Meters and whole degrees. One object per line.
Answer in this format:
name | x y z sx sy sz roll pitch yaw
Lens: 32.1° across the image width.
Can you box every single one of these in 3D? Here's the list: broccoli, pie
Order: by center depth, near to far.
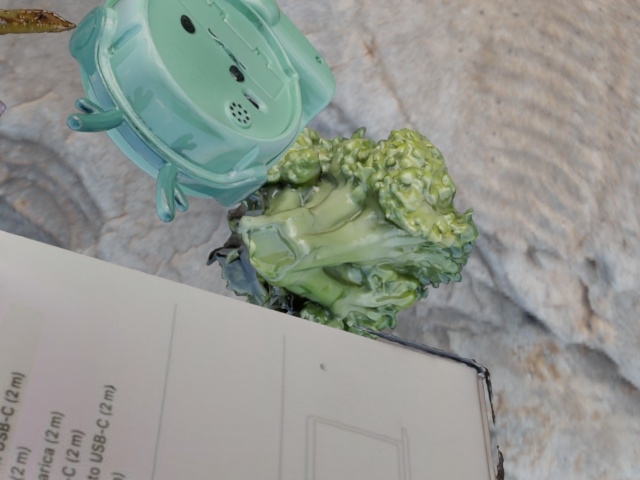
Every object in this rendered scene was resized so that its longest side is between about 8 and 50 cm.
broccoli | 0.008 0.007 1.329 0.347 0.281 0.294 6 96 30
pie | -0.429 -0.295 1.488 0.088 0.191 0.033 22 117 35

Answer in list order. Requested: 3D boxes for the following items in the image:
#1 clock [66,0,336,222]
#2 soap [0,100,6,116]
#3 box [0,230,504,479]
clock | -0.079 -0.097 0.704 0.159 0.211 0.066 44 126 -16
soap | -0.440 -0.116 1.239 0.122 0.065 0.203 31 145 -16
box | -0.049 0.125 0.462 0.251 0.203 0.106 18 132 -16
